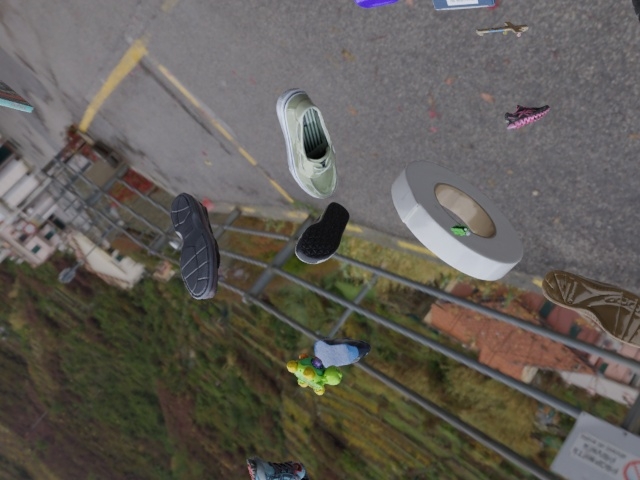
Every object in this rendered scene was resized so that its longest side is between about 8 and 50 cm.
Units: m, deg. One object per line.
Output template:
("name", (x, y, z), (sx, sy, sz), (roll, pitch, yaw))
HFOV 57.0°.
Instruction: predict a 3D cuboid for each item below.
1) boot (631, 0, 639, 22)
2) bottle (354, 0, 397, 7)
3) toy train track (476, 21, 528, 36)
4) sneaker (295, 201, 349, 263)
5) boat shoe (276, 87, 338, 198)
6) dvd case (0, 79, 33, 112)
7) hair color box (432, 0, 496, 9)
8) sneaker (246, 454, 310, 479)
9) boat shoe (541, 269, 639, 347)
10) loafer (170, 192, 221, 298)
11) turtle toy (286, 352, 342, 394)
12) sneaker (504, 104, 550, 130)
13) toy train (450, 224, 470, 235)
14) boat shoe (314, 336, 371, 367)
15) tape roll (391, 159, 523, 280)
("boot", (0.476, -0.166, 0.634), (0.223, 0.338, 0.118), (12, 160, -21))
("bottle", (0.122, -0.690, 1.352), (0.118, 0.282, 0.092), (-3, -173, 24))
("toy train track", (0.290, -0.333, 0.942), (0.048, 0.083, 0.014), (-104, 9, -50))
("sneaker", (0.000, 0.000, 1.367), (0.084, 0.234, 0.097), (41, 128, 0))
("boat shoe", (-0.020, -0.195, 1.315), (0.094, 0.109, 0.302), (51, 170, 43))
("dvd case", (-0.548, -0.252, 0.981), (0.119, 0.013, 0.087), (37, -165, 26))
("hair color box", (0.433, -0.803, 1.627), (0.174, 0.347, 0.105), (10, 156, 31))
("sneaker", (-0.109, 0.639, 1.629), (0.104, 0.125, 0.262), (59, -179, 42))
("boat shoe", (0.753, 0.167, 1.529), (0.110, 0.121, 0.341), (2, -157, -44))
("loafer", (-0.291, 0.012, 1.463), (0.095, 0.109, 0.302), (21, -140, -49))
("turtle toy", (-0.011, 0.305, 1.359), (0.130, 0.066, 0.095), (16, 148, 36))
("sneaker", (0.534, -0.332, 1.530), (0.047, 0.119, 0.057), (46, -157, -78))
("toy train", (0.309, -0.022, 1.296), (0.023, 0.017, 0.083), (54, 177, -6))
("boat shoe", (0.068, 0.353, 1.840), (0.258, 0.089, 0.109), (-5, 93, 61))
("tape roll", (0.365, -0.060, 1.573), (0.392, 0.392, 0.072), (38, 123, 2))
